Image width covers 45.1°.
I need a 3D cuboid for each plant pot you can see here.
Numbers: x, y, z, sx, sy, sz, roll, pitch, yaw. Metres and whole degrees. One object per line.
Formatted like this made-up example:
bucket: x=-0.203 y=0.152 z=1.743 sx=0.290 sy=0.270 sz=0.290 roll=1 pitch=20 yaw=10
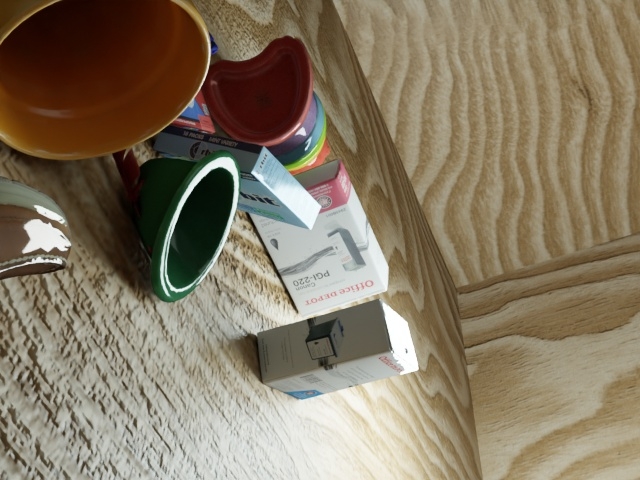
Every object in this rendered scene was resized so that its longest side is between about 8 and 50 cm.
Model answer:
plant pot: x=-0.230 y=-0.210 z=0.702 sx=0.188 sy=0.205 sz=0.205 roll=60 pitch=10 yaw=25

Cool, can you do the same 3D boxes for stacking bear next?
stacking bear: x=-0.061 y=-0.192 z=1.305 sx=0.289 sy=0.175 sz=0.164 roll=44 pitch=29 yaw=-73

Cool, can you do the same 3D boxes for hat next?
hat: x=-0.209 y=-0.058 z=0.882 sx=0.208 sy=0.184 sz=0.173 roll=-69 pitch=166 yaw=5

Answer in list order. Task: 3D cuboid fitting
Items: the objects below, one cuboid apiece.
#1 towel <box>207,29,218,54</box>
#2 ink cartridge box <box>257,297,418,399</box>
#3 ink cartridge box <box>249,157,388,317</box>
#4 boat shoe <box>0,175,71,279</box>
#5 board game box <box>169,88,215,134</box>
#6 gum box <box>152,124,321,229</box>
towel: x=-0.248 y=-0.330 z=0.912 sx=0.308 sy=0.076 sz=0.227 roll=57 pitch=11 yaw=-13
ink cartridge box: x=0.026 y=0.160 z=1.104 sx=0.139 sy=0.191 sz=0.082 roll=44 pitch=31 yaw=-60
ink cartridge box: x=0.000 y=0.000 z=1.261 sx=0.092 sy=0.159 sz=0.217 roll=-81 pitch=148 yaw=-62
boat shoe: x=-0.267 y=0.023 z=0.439 sx=0.324 sy=0.123 sz=0.116 roll=0 pitch=79 yaw=-67
board game box: x=-0.224 y=-0.217 z=0.999 sx=0.281 sy=0.027 sz=0.145 roll=-10 pitch=80 yaw=-74
gum box: x=-0.106 y=-0.082 z=1.018 sx=0.041 sy=0.157 sz=0.184 roll=-67 pitch=152 yaw=-12
